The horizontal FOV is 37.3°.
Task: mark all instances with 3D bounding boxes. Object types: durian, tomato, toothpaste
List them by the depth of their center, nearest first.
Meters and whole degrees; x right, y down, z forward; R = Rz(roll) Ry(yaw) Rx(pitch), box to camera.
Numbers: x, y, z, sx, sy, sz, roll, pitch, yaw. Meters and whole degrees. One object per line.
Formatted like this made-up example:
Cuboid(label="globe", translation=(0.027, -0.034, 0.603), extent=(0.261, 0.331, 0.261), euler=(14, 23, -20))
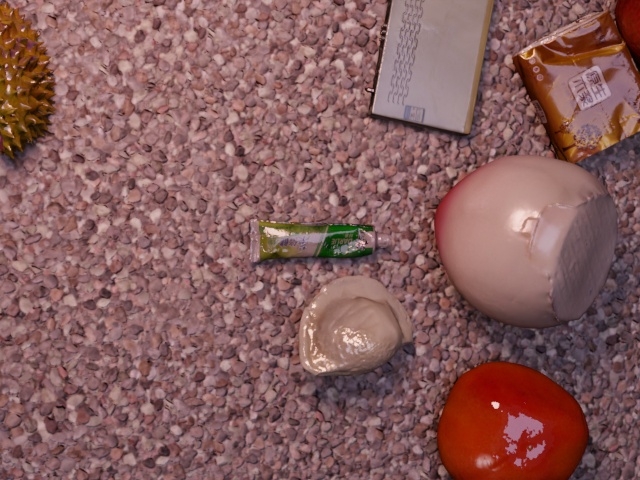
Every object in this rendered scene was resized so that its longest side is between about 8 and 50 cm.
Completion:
Cuboid(label="durian", translation=(-0.500, -0.266, 1.481), extent=(0.153, 0.186, 0.261), euler=(-25, 107, -4))
Cuboid(label="tomato", translation=(0.328, 0.334, 1.620), extent=(0.259, 0.180, 0.260), euler=(0, 90, -3))
Cuboid(label="toothpaste", translation=(0.000, 0.000, 1.627), extent=(0.247, 0.047, 0.078), euler=(0, 87, -9))

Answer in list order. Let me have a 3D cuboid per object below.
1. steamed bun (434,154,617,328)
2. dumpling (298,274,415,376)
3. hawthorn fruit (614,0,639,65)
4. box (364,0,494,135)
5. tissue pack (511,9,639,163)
Cuboid(label="steamed bun", translation=(0.320, -0.010, 1.592), extent=(0.309, 0.309, 0.309), euler=(0, 89, -11))
Cuboid(label="dumpling", translation=(0.053, 0.144, 1.600), extent=(0.215, 0.126, 0.166), euler=(-23, 78, -8))
Cuboid(label="hawthorn fruit", translation=(0.679, -0.386, 1.662), extent=(0.307, 0.265, 0.265), euler=(33, 83, -12))
Cuboid(label="box", translation=(0.191, -0.333, 1.668), extent=(0.210, 0.045, 0.270), euler=(9, 88, -11))
Cuboid(label="tissue pack", translation=(0.469, -0.272, 1.692), extent=(0.183, 0.092, 0.226), euler=(-27, 98, 0))
